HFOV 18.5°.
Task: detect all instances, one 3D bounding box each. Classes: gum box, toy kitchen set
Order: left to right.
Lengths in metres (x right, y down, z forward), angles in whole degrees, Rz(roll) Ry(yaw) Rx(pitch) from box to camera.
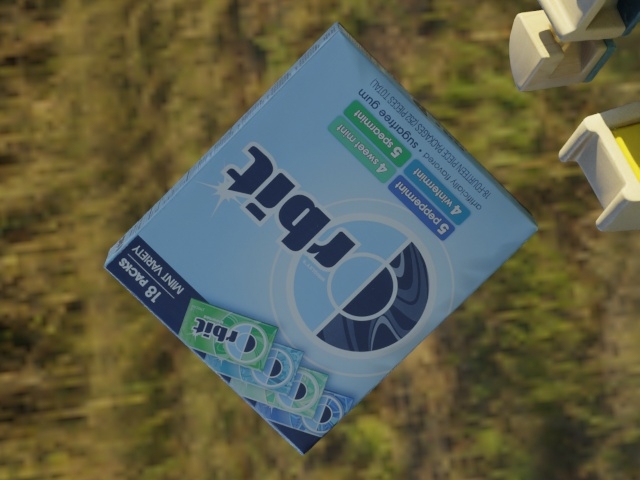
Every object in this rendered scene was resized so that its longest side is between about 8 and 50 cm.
[{"bbox_3d":[0.000,0.000,1.087,0.157,0.184,0.041,44,-171,-10],"label":"gum box"},{"bbox_3d":[0.240,-0.131,1.276,0.166,0.122,0.207,64,146,23],"label":"toy kitchen set"}]
